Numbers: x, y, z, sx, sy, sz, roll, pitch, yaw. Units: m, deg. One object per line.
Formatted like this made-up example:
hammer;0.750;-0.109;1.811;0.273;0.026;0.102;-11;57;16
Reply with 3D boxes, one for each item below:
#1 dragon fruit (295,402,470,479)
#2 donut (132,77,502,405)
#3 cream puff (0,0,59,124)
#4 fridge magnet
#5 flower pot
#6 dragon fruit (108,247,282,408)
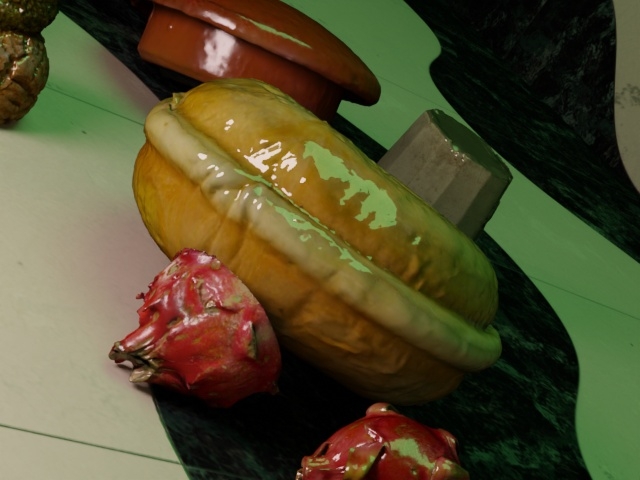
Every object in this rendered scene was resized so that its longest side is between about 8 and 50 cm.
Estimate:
dragon fruit;0.056;0.204;1.307;0.166;0.133;0.136;14;-15;-26
donut;0.000;0.000;1.519;0.449;0.198;0.449;36;4;-3
cream puff;-0.348;-0.234;1.605;0.183;0.169;0.183;34;18;-13
fridge magnet;-0.092;-0.247;2.027;0.363;0.155;0.363;24;1;-1
flower pot;0.141;-0.045;1.985;0.212;0.203;0.212;36;18;-13
dragon fruit;-0.116;0.098;1.335;0.111;0.153;0.153;-37;68;-26
